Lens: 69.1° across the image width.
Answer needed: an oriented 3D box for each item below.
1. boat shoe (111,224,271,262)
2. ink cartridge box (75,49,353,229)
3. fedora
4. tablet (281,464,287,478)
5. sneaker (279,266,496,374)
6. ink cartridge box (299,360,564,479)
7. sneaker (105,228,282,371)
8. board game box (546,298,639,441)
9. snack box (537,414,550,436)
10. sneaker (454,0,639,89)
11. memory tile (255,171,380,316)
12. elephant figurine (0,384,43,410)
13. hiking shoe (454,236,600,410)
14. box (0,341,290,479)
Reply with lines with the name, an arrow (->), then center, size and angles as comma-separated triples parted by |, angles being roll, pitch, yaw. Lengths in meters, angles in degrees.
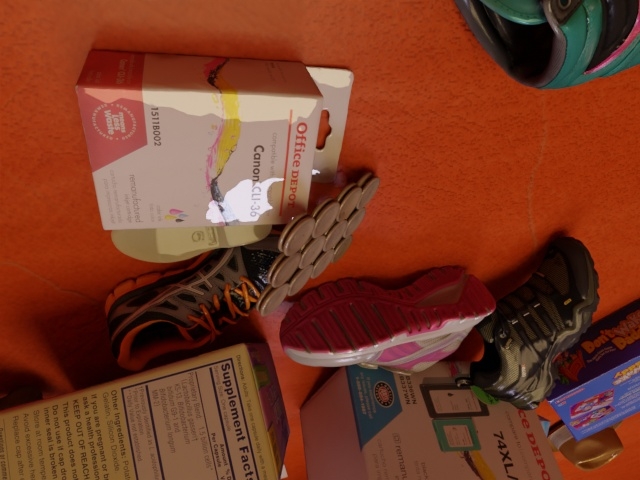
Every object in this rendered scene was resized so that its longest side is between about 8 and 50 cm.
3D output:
boat shoe -> -0.112, -0.014, 0.417 | 0.137, 0.043, 0.049 | -9, 118, -10
ink cartridge box -> -0.068, -0.074, 0.362 | 0.198, 0.067, 0.115 | -3, 131, -15
fedora -> 0.582, 0.441, 1.006 | 0.194, 0.079, 0.194 | -8, 132, -10
tablet -> -0.101, 0.417, 0.821 | 0.083, 0.006, 0.054 | -13, 132, -7
sneaker -> 0.077, 0.112, 0.546 | 0.252, 0.103, 0.111 | -5, 129, -12
ink cartridge box -> 0.138, 0.291, 0.631 | 0.270, 0.198, 0.197 | 5, 142, -22
sneaker -> -0.108, 0.060, 0.457 | 0.215, 0.083, 0.084 | -25, 131, 3
board game box -> 0.545, 0.195, 0.781 | 0.347, 0.078, 0.233 | -34, 131, 13
snack box -> 0.298, 0.466, 0.838 | 0.187, 0.060, 0.322 | 15, 89, -28
sneaker -> 0.152, -0.215, 0.279 | 0.178, 0.124, 0.295 | -29, 134, -5
memory tile -> 0.000, 0.000, 0.425 | 0.148, 0.012, 0.113 | -34, 154, -47
elephant figurine -> -0.416, 0.255, 0.494 | 0.239, 0.169, 0.186 | -16, 105, 18
hiking shoe -> 0.250, 0.096, 0.572 | 0.114, 0.086, 0.227 | 17, 96, -9
box -> -0.163, 0.188, 0.460 | 0.243, 0.117, 0.213 | -14, 169, -4
